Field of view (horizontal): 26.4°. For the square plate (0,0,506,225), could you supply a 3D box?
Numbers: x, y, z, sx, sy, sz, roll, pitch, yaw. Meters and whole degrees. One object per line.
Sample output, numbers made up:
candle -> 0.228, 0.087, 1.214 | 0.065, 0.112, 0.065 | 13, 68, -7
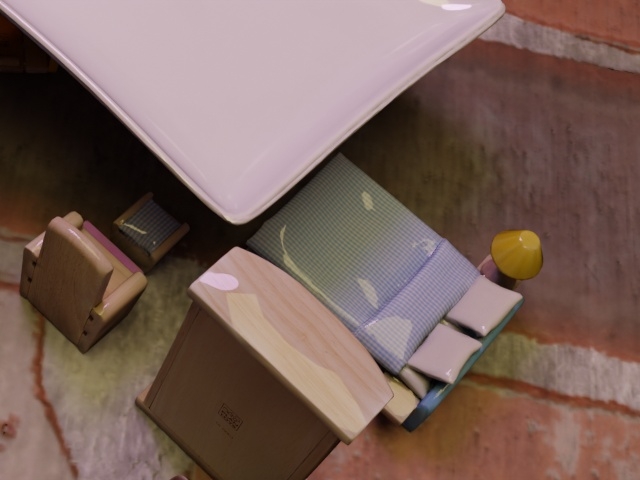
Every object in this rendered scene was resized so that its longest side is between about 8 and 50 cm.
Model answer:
square plate -> -0.083, -0.200, 1.017 | 0.347, 0.049, 0.344 | 42, 52, 9

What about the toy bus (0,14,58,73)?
toy bus -> -0.253, -0.231, 1.077 | 0.202, 0.104, 0.191 | 38, 57, 3

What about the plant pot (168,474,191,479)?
plant pot -> -0.039, 0.253, 0.859 | 0.165, 0.167, 0.167 | 21, 57, -15

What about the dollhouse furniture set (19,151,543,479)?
dollhouse furniture set -> 0.000, 0.000, 0.982 | 0.286, 0.198, 0.303 | 43, 57, 7
